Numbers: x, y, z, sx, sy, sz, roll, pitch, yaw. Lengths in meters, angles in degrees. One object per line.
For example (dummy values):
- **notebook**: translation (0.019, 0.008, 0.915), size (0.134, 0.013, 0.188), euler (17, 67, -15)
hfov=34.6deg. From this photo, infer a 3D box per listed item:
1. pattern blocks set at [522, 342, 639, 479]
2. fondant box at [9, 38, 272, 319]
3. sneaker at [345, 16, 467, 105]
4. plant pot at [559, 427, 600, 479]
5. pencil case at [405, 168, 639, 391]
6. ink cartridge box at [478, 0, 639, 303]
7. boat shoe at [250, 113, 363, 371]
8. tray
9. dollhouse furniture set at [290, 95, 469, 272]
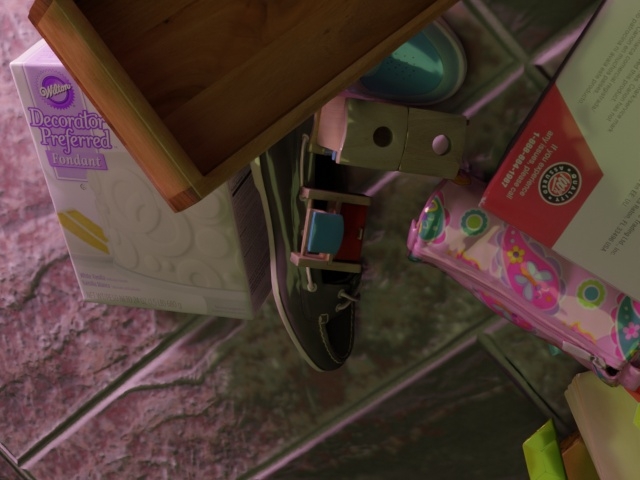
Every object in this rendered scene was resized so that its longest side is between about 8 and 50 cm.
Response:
- **pattern blocks set**: translation (0.365, 0.217, 1.118), size (0.285, 0.026, 0.324), euler (-7, 90, 17)
- **fondant box**: translation (-0.196, -0.073, 1.198), size (0.238, 0.096, 0.330), euler (4, 124, 20)
- **sneaker**: translation (-0.017, -0.201, 1.027), size (0.319, 0.208, 0.127), euler (25, 120, 8)
- **plant pot**: translation (0.319, 0.263, 1.196), size (0.083, 0.081, 0.081), euler (42, 122, 4)
- **pencil case**: translation (0.230, 0.039, 1.078), size (0.284, 0.124, 0.124), euler (34, 122, 14)
- **ink cartridge box**: translation (0.391, -0.065, 0.959), size (0.385, 0.160, 0.279), euler (32, 120, 5)
- **boat shoe**: translation (0.000, 0.000, 1.175), size (0.096, 0.112, 0.335), euler (-5, 109, 28)
- **tray**: translation (-0.029, -0.226, 0.918), size (0.203, 0.411, 0.076), euler (54, 152, -9)
- **dollhouse furniture set**: translation (0.058, -0.050, 1.064), size (0.129, 0.129, 0.183), euler (7, 98, -16)
